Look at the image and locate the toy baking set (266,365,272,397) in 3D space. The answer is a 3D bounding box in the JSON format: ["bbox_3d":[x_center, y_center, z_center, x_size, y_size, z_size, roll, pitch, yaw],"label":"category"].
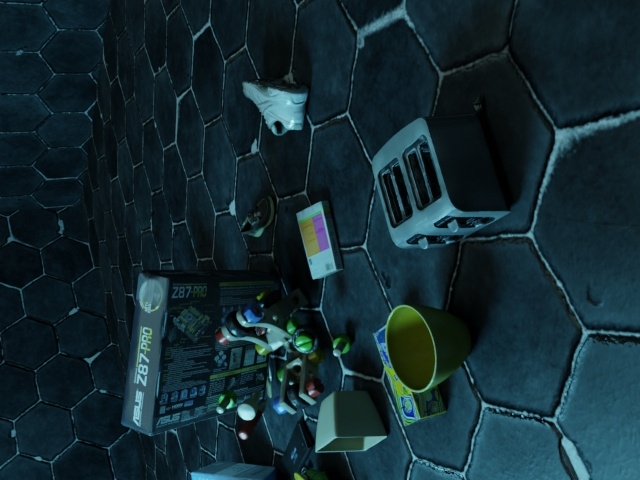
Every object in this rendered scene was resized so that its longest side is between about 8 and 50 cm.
[{"bbox_3d":[-0.145,0.259,1.836,0.256,0.030,0.197,-118,28,-46],"label":"toy baking set"}]

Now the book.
[{"bbox_3d":[0.000,0.000,1.494,0.096,0.035,0.144,-25,74,58],"label":"book"}]

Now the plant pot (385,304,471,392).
[{"bbox_3d":[0.177,0.160,1.126,0.134,0.095,0.134,23,116,60],"label":"plant pot"}]

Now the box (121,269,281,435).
[{"bbox_3d":[-0.246,0.226,1.582,0.097,0.395,0.319,11,95,30],"label":"box"}]

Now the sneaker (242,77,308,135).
[{"bbox_3d":[-0.106,-0.288,1.570,0.232,0.090,0.115,33,129,57],"label":"sneaker"}]

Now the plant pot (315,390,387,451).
[{"bbox_3d":[0.053,0.348,1.406,0.109,0.108,0.096,126,143,-52],"label":"plant pot"}]

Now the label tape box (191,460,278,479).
[{"bbox_3d":[-0.173,0.721,1.877,0.347,0.115,0.249,-10,87,39],"label":"label tape box"}]

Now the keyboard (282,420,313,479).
[{"bbox_3d":[-0.051,0.520,1.722,0.180,0.023,0.108,109,149,-41],"label":"keyboard"}]

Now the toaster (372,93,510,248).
[{"bbox_3d":[0.173,-0.091,1.061,0.168,0.110,0.186,-36,65,58],"label":"toaster"}]

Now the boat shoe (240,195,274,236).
[{"bbox_3d":[-0.153,-0.053,1.749,0.152,0.049,0.056,-57,47,50],"label":"boat shoe"}]

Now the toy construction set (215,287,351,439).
[{"bbox_3d":[-0.092,0.247,1.574,0.309,0.257,0.237,-64,-5,22],"label":"toy construction set"}]

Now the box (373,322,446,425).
[{"bbox_3d":[0.150,0.221,1.230,0.054,0.059,0.169,-48,55,53],"label":"box"}]

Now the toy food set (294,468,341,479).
[{"bbox_3d":[0.025,0.550,1.548,0.218,0.071,0.128,15,133,63],"label":"toy food set"}]
